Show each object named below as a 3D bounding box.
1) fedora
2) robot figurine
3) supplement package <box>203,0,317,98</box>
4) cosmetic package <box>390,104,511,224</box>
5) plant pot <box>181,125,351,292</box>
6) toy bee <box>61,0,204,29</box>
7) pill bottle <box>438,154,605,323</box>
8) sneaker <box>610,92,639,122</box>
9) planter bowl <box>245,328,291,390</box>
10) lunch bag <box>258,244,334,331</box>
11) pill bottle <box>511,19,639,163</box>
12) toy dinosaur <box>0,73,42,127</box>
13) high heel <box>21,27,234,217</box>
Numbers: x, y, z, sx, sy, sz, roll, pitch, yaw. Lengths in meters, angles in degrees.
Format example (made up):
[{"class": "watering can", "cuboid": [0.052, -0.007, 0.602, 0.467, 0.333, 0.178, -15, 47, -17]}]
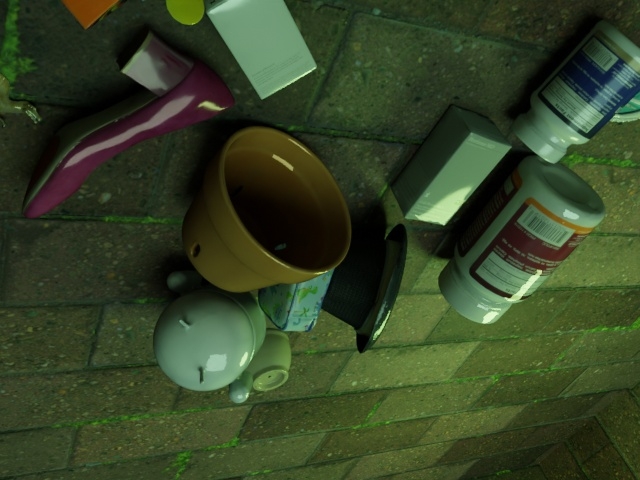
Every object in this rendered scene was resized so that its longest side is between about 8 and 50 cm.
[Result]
[{"class": "fedora", "cuboid": [0.077, 0.086, 1.438, 0.153, 0.334, 0.334, 19, 131, -3]}, {"class": "robot figurine", "cuboid": [-0.227, 0.194, 1.354, 0.200, 0.299, 0.353, -32, -179, 4]}, {"class": "supplement package", "cuboid": [-0.096, -0.325, 0.970, 0.105, 0.105, 0.179, -29, 142, 6]}, {"class": "cosmetic package", "cuboid": [0.270, -0.154, 1.365, 0.127, 0.107, 0.238, 9, 134, -31]}, {"class": "plant pot", "cuboid": [-0.116, -0.032, 1.183, 0.291, 0.290, 0.203, 15, 143, -39]}, {"class": "toy bee", "cuboid": [-0.195, -0.374, 0.825, 0.299, 0.162, 0.195, 1, 129, 28]}, {"class": "pill bottle", "cuboid": [0.467, 0.009, 1.559, 0.224, 0.224, 0.392, 5, 133, -32]}, {"class": "sneaker", "cuboid": [0.731, -0.333, 1.406, 0.276, 0.107, 0.109, -15, 131, -12]}, {"class": "planter bowl", "cuboid": [-0.144, 0.323, 1.693, 0.162, 0.109, 0.162, -15, 141, -13]}, {"class": "lunch bag", "cuboid": [-0.054, 0.068, 1.365, 0.090, 0.176, 0.218, 6, 107, -33]}, {"class": "pill bottle", "cuboid": [0.521, -0.290, 1.298, 0.153, 0.153, 0.264, 14, 129, -39]}, {"class": "toy dinosaur", "cuboid": [-0.503, -0.213, 0.943, 0.092, 0.053, 0.183, -48, 146, 5]}, {"class": "high heel", "cuboid": [-0.312, -0.144, 1.039, 0.377, 0.127, 0.181, -43, 128, 17]}]
